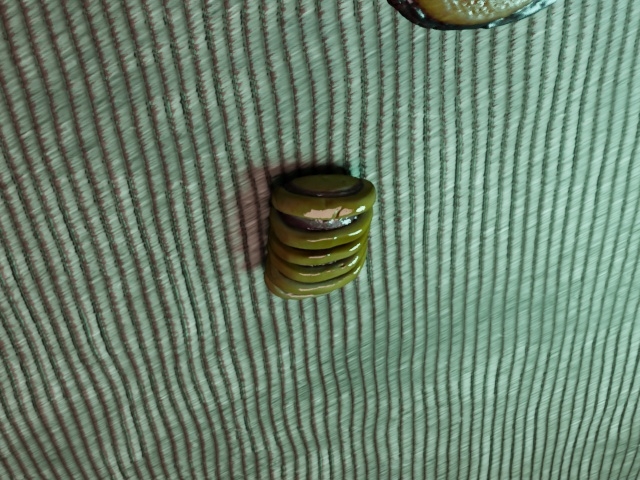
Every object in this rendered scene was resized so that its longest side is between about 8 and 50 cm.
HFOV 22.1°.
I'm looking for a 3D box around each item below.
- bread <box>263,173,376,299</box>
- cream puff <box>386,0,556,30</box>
[{"bbox_3d":[0.000,0.000,2.032,0.134,0.081,0.225,-12,147,-11],"label":"bread"},{"bbox_3d":[0.144,-0.314,1.539,0.239,0.165,0.239,-12,148,-8],"label":"cream puff"}]
